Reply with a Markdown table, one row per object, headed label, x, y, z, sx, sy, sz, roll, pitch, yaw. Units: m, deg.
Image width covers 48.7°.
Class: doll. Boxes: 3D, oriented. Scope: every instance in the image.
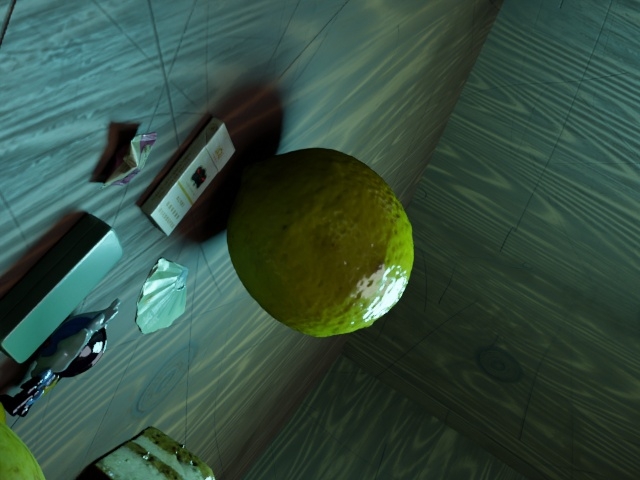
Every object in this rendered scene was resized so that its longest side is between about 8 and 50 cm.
| label | x | y | z | sx | sy | sz | roll | pitch | yaw |
| --- | --- | --- | --- | --- | --- | --- | --- | --- | --- |
| doll | -0.335 | 0.151 | 0.936 | 0.195 | 0.070 | 0.096 | -47 | 180 | -15 |

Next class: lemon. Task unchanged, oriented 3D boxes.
| label | x | y | z | sx | sy | sz | roll | pitch | yaw |
| --- | --- | --- | --- | --- | --- | --- | --- | --- | --- |
| lemon | 0.001 | 0.001 | 1.231 | 0.336 | 0.336 | 0.336 | -53 | 166 | -19 |

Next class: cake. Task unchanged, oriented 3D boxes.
| label | x | y | z | sx | sy | sz | roll | pitch | yaw |
| --- | --- | --- | --- | --- | --- | --- | --- | --- | --- |
| cake | -0.369 | 0.527 | 1.400 | 0.196 | 0.199 | 0.293 | -58 | 166 | 12 |

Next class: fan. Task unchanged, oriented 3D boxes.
| label | x | y | z | sx | sy | sz | roll | pitch | yaw |
| --- | --- | --- | --- | --- | --- | --- | --- | --- | --- |
| fan | -0.265 | 0.099 | 1.205 | 0.131 | 0.009 | 0.240 | -50 | 165 | -21 |

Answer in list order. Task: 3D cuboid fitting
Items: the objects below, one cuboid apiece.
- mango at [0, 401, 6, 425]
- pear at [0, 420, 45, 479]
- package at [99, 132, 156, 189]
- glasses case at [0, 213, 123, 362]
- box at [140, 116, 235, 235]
| label | x | y | z | sx | sy | sz | roll | pitch | yaw |
| --- | --- | --- | --- | --- | --- | --- | --- | --- | --- |
| mango | -0.414 | 0.233 | 0.845 | 0.080 | 0.060 | 0.114 | -42 | 156 | -59 |
| pear | -0.379 | 0.269 | 0.622 | 0.281 | 0.281 | 0.281 | -53 | 166 | -19 |
| package | -0.229 | -0.094 | 0.848 | 0.083 | 0.029 | 0.059 | -51 | 177 | 16 |
| glasses case | -0.316 | 0.056 | 0.845 | 0.184 | 0.039 | 0.078 | -52 | 165 | -25 |
| box | -0.187 | -0.091 | 1.016 | 0.167 | 0.024 | 0.090 | -54 | 166 | -13 |
